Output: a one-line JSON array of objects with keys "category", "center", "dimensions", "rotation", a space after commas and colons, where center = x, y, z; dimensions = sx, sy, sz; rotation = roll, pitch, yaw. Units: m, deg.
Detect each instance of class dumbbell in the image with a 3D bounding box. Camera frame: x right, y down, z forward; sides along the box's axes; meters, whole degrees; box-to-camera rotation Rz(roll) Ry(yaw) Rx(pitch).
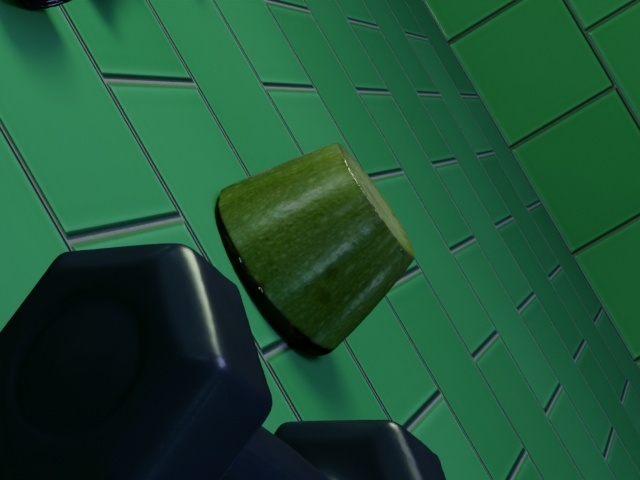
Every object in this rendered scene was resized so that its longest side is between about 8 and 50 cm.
[{"category": "dumbbell", "center": [-0.044, 0.128, 0.953], "dimensions": [0.316, 0.143, 0.156], "rotation": [43, 21, -49]}]

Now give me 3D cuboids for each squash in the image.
[{"category": "squash", "center": [0.000, 0.000, 1.472], "dimensions": [0.170, 0.123, 0.170], "rotation": [53, 9, -12]}]

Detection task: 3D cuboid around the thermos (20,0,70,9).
[{"category": "thermos", "center": [-0.263, -0.334, 1.281], "dimensions": [0.330, 0.136, 0.109], "rotation": [60, -15, 5]}]
